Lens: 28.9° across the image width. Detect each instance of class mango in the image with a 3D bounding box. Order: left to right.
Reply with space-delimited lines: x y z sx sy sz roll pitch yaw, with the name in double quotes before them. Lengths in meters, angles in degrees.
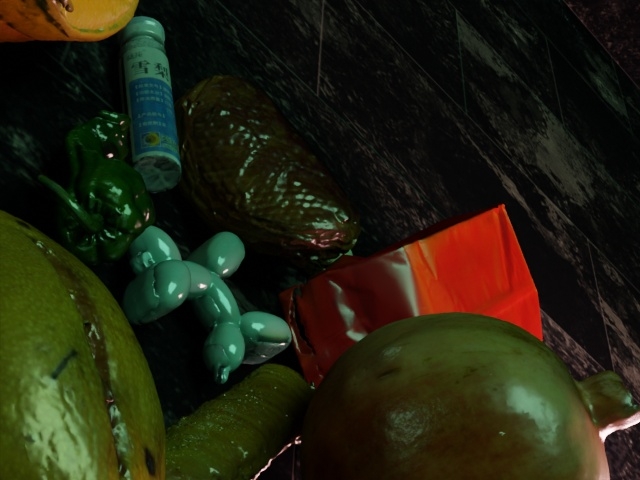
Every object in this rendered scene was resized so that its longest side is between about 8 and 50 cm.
"mango" -0.187 0.087 0.808 0.177 0.120 0.295 17 45 -51

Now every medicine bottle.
"medicine bottle" -0.163 -0.131 1.170 0.051 0.051 0.191 31 37 -41

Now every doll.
"doll" -0.106 0.046 1.058 0.159 0.059 0.158 59 26 3

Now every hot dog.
"hot dog" -0.076 0.164 0.967 0.083 0.068 0.289 54 28 2
"hot dog" -0.053 -0.059 1.196 0.160 0.099 0.227 0 42 -47

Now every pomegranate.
"pomegranate" 0.126 0.173 0.996 0.252 0.270 0.229 59 12 -9

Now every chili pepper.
"chili pepper" -0.173 -0.042 0.979 0.257 0.074 0.100 -121 -162 -68

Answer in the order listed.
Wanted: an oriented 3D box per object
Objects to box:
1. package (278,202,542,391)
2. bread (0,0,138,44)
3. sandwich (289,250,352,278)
"package" 0.117 0.085 1.287 0.423 0.123 0.196 -17 87 -61
"bread" -0.238 -0.255 1.012 0.270 0.143 0.195 -8 103 -79
"sandwich" 0.000 0.000 1.310 0.093 0.036 0.105 43 31 -26
